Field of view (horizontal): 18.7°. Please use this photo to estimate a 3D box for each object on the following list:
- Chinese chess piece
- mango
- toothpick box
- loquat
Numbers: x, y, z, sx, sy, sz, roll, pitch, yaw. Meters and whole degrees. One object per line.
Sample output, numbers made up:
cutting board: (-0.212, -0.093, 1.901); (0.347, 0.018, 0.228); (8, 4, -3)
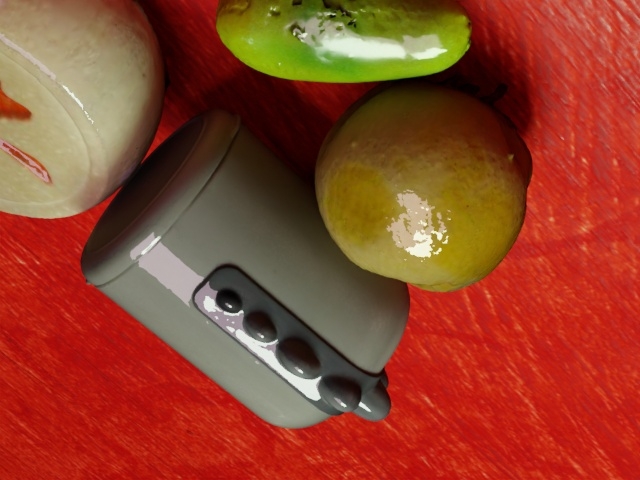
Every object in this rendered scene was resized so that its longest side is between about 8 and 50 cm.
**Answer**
Chinese chess piece: (-0.311, -0.168, 1.852); (0.338, 0.140, 0.338); (20, 150, 12)
mango: (0.021, -0.197, 1.685); (0.233, 0.111, 0.125); (5, 147, 21)
toothpick box: (-0.051, 0.050, 1.851); (0.316, 0.229, 0.229); (41, 142, -15)
loquat: (0.093, -0.059, 1.759); (0.213, 0.213, 0.213); (15, 146, 10)
